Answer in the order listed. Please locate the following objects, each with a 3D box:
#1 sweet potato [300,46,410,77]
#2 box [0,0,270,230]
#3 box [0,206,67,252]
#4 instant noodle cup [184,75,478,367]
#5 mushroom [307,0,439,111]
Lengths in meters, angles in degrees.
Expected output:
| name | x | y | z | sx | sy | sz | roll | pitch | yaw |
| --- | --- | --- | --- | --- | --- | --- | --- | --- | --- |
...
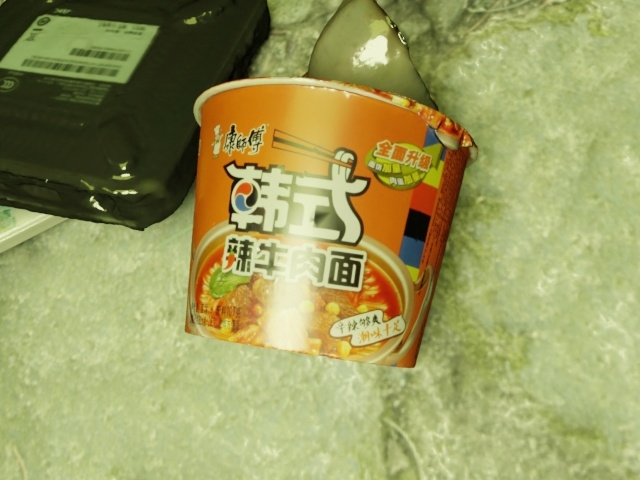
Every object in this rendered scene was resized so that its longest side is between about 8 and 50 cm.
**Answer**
| name | x | y | z | sx | sy | sz | roll | pitch | yaw |
| --- | --- | --- | --- | --- | --- | --- | --- | --- | --- |
| sweet potato | 0.013 | -0.169 | 0.689 | 0.195 | 0.056 | 0.056 | -23 | 66 | 0 |
| box | -0.268 | -0.187 | 0.719 | 0.360 | 0.091 | 0.350 | 11 | 60 | 14 |
| box | -0.412 | -0.028 | 0.713 | 0.285 | 0.044 | 0.142 | -31 | 62 | -20 |
| instant noodle cup | 0.000 | 0.000 | 0.535 | 0.251 | 0.250 | 0.192 | 6 | 81 | 18 |
| mushroom | 0.046 | -0.146 | 0.595 | 0.117 | 0.188 | 0.141 | -40 | 64 | 4 |
